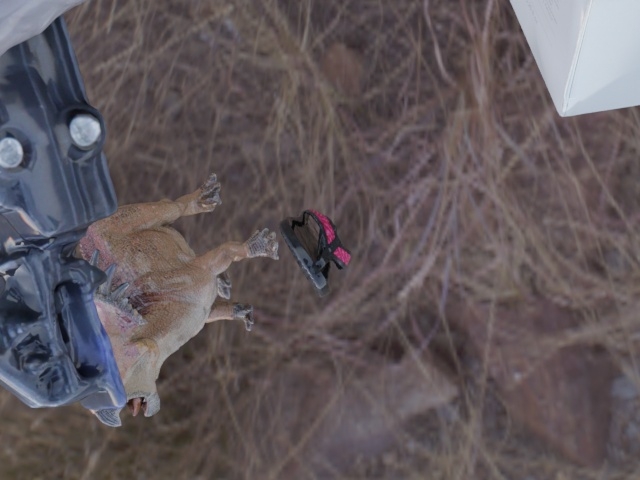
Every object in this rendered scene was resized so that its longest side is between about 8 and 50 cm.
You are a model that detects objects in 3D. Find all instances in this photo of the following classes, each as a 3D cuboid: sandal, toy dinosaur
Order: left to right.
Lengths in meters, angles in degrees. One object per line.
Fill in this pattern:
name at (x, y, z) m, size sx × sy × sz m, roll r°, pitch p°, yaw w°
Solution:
toy dinosaur at (-0.164, 0.027, 1.406) m, size 0.200 × 0.296 × 0.127 m, roll -8°, pitch 118°, yaw -21°
sandal at (0.000, 0.000, 1.294) m, size 0.040 × 0.179 × 0.067 m, roll -28°, pitch 98°, yaw 7°

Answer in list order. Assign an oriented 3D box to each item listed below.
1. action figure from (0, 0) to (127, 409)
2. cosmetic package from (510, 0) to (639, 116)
action figure at (-0.114, -0.087, 0.490) m, size 0.178 × 0.330 × 0.341 m, roll -11°, pitch 105°, yaw 38°
cosmetic package at (0.151, -0.312, 0.977) m, size 0.097 × 0.377 × 0.284 m, roll -11°, pitch 146°, yaw -8°
